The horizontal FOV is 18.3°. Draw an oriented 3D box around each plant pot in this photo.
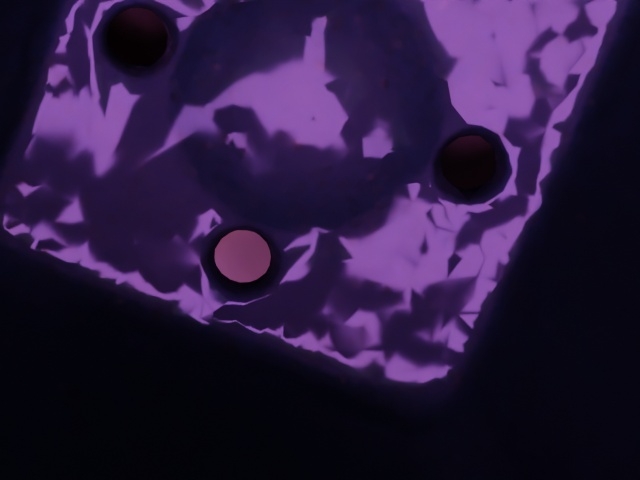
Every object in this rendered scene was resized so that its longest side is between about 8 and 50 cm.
[{"bbox_3d":[0.000,0.000,0.393,0.247,0.252,0.247,20,107,-7],"label":"plant pot"}]
